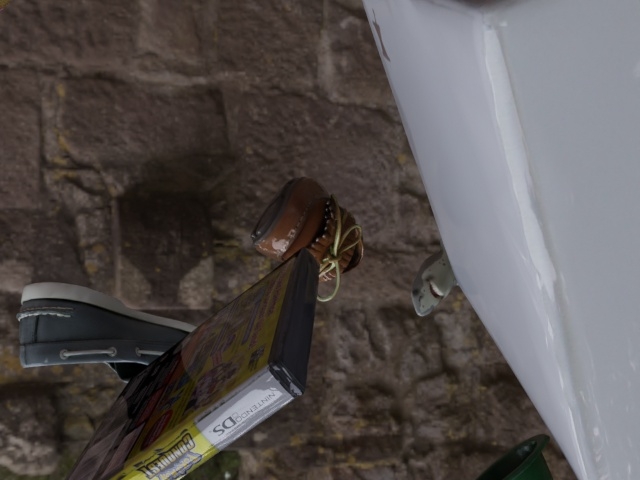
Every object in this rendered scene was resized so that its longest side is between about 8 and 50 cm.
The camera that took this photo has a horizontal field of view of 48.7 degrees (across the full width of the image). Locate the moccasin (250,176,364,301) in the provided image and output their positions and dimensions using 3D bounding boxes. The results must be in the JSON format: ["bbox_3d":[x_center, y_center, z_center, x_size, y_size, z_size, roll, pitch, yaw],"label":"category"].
[{"bbox_3d":[-0.002,0.003,1.075,0.147,0.139,0.380,37,178,13],"label":"moccasin"}]

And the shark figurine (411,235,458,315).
[{"bbox_3d":[0.220,0.059,1.077,0.278,0.166,0.116,13,150,-34],"label":"shark figurine"}]

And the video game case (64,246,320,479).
[{"bbox_3d":[-0.109,0.127,0.630,0.248,0.035,0.275,-37,-169,12],"label":"video game case"}]

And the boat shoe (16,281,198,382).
[{"bbox_3d":[-0.239,0.144,0.887,0.116,0.099,0.319,-13,152,29],"label":"boat shoe"}]

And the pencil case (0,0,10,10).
[{"bbox_3d":[-0.271,-0.073,0.316,0.160,0.386,0.167,23,133,-19],"label":"pencil case"}]

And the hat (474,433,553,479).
[{"bbox_3d":[0.319,0.402,1.017,0.173,0.184,0.208,-44,165,25],"label":"hat"}]

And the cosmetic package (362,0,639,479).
[{"bbox_3d":[0.278,-0.096,0.496,0.393,0.328,0.329,-21,-155,3],"label":"cosmetic package"}]
